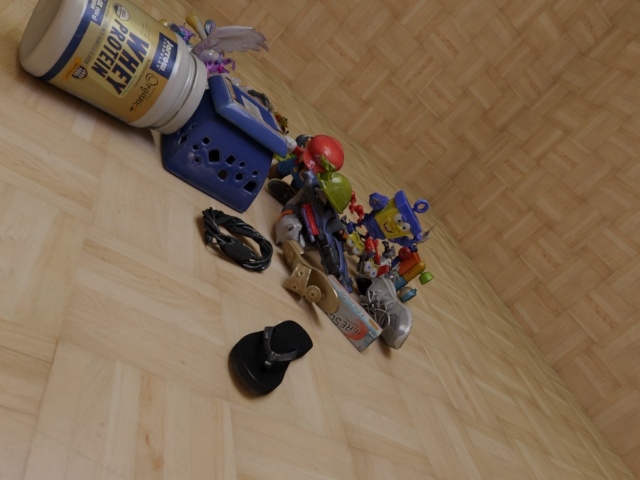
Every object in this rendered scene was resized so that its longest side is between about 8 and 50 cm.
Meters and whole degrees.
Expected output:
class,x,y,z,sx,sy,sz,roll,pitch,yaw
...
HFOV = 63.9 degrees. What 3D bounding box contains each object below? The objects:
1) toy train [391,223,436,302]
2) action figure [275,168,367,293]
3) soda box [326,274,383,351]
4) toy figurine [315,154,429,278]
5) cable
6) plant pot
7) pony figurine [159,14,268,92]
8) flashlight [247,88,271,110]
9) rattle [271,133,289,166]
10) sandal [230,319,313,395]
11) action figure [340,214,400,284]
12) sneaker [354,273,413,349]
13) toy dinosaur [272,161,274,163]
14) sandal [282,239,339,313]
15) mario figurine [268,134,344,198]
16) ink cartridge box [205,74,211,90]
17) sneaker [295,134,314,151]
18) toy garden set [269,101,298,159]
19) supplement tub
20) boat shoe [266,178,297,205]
class,x,y,z,sx,sy,sz,roll,pitch,yaw
toy train,0.316,0.079,1.658,0.143,0.248,0.105,54,20,15
action figure,0.000,0.000,1.378,0.330,0.178,0.341,2,72,-56
soda box,0.060,0.168,1.197,0.183,0.058,0.063,47,18,9
toy figurine,0.165,-0.090,1.328,0.363,0.217,0.191,57,26,-31
cable,-0.177,-0.003,1.097,0.184,0.047,0.150,25,21,-41
plant pot,-0.225,-0.246,1.245,0.236,0.212,0.236,32,21,-36
pony figurine,-0.381,-0.603,1.686,0.350,0.303,0.363,-4,46,-24
flashlight,-0.206,-0.419,1.721,0.103,0.103,0.304,46,2,0
rattle,-0.206,-0.313,1.678,0.199,0.130,0.143,7,16,-17
sandal,-0.075,0.180,0.879,0.097,0.054,0.254,46,18,6
action figure,0.140,0.037,1.584,0.285,0.099,0.185,44,30,19
sneaker,0.151,0.182,1.345,0.115,0.105,0.281,21,18,-19
toy dinosaur,-0.212,-0.241,1.552,0.093,0.053,0.183,59,25,-5
sandal,-0.051,0.087,1.151,0.079,0.088,0.240,-8,40,-29
mario figurine,-0.055,-0.198,1.496,0.198,0.320,0.170,2,80,-25
ink cartridge box,-0.368,-0.406,1.450,0.158,0.092,0.218,23,36,-48
sneaker,-0.037,-0.380,2.180,0.122,0.110,0.283,35,7,33
toy garden set,-0.152,-0.441,1.964,0.244,0.049,0.204,60,-3,41
supplement tub,-0.423,-0.380,1.080,0.316,0.228,0.228,25,26,-45
boat shoe,-0.093,-0.128,1.524,0.152,0.056,0.049,34,15,-30
